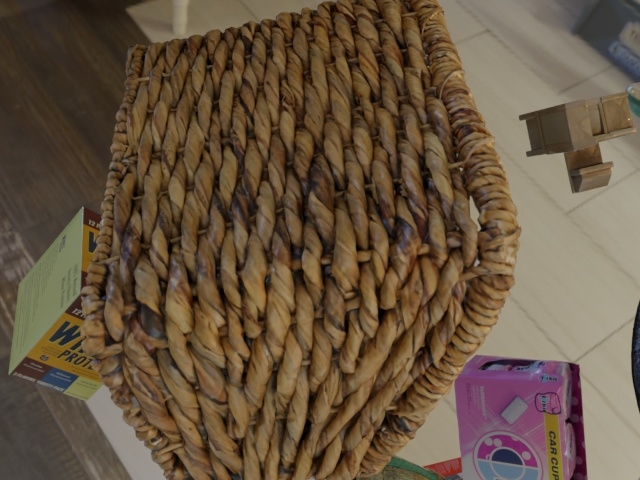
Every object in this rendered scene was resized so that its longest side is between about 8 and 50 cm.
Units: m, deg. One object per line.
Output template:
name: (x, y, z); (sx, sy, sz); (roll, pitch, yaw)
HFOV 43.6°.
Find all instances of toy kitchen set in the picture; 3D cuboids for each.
toy kitchen set: (0.203, -0.070, 0.581); (0.083, 0.075, 0.068); (-14, 95, -10)

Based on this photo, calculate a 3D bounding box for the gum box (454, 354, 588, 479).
gum box: (0.197, 0.203, 0.780); (0.107, 0.189, 0.062); (-1, 12, 33)

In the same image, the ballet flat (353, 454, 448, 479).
ballet flat: (-0.033, 0.296, 0.583); (0.123, 0.123, 0.349); (38, 96, 15)

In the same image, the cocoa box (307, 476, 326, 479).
cocoa box: (0.009, 0.291, 1.354); (0.231, 0.347, 0.228); (27, 96, 9)

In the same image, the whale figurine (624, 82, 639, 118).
whale figurine: (0.560, -0.131, 1.185); (0.272, 0.141, 0.216); (42, 38, 19)

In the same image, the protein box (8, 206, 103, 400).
protein box: (-0.367, 0.099, 1.250); (0.136, 0.201, 0.200); (29, 29, -34)

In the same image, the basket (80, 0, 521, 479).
basket: (0.000, 0.000, 0.525); (0.223, 0.213, 0.299); (-13, 42, 4)

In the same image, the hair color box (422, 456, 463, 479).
hair color box: (0.282, 0.483, 1.626); (0.141, 0.072, 0.043); (-13, 29, -6)

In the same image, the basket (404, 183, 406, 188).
basket: (-0.013, -0.089, 0.967); (0.226, 0.154, 0.204); (-5, 34, 4)

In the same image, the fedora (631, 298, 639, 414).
fedora: (0.438, 0.128, 0.722); (0.334, 0.152, 0.334); (-7, 62, 14)

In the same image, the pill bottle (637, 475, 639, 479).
pill bottle: (0.353, 0.364, 0.849); (0.117, 0.117, 0.208); (30, 80, 10)
